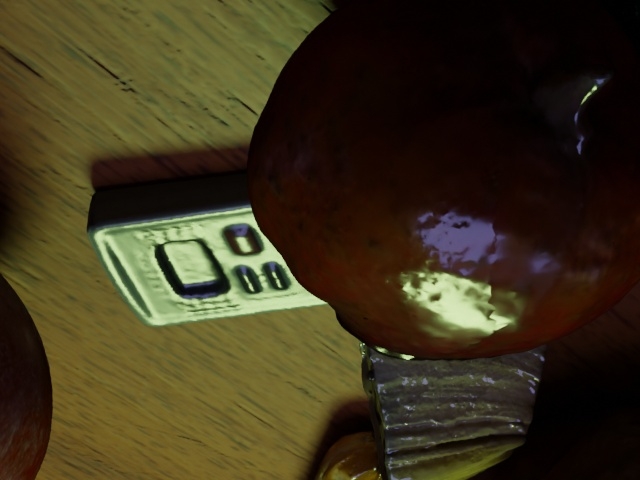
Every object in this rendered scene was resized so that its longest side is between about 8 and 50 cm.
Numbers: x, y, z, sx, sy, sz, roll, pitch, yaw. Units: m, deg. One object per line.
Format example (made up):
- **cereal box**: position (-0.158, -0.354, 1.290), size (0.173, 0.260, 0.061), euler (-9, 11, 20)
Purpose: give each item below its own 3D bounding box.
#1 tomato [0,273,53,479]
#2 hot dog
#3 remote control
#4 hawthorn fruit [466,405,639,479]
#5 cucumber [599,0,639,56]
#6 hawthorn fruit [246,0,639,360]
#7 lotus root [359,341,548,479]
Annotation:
- **tomato**: position (-0.307, 0.087, 1.061), size (0.270, 0.227, 0.270), euler (-2, 164, -1)
- **hot dog**: position (0.027, 0.224, 1.367), size (0.092, 0.062, 0.236), euler (11, 142, -10)
- **remote control**: position (0.000, 0.000, 1.065), size (0.285, 0.038, 0.123), euler (-5, 144, 13)
- **hawthorn fruit**: position (0.216, 0.243, 1.213), size (0.284, 0.284, 0.284), euler (3, 145, 2)
- **cucumber**: position (0.166, -0.134, 0.846), size (0.058, 0.052, 0.215), euler (-36, 138, 5)
- **hawthorn fruit**: position (0.077, -0.040, 0.841), size (0.215, 0.215, 0.249), euler (16, 166, -16)
- **lotus root**: position (0.083, 0.100, 1.169), size (0.135, 0.095, 0.159), euler (3, 106, -7)
